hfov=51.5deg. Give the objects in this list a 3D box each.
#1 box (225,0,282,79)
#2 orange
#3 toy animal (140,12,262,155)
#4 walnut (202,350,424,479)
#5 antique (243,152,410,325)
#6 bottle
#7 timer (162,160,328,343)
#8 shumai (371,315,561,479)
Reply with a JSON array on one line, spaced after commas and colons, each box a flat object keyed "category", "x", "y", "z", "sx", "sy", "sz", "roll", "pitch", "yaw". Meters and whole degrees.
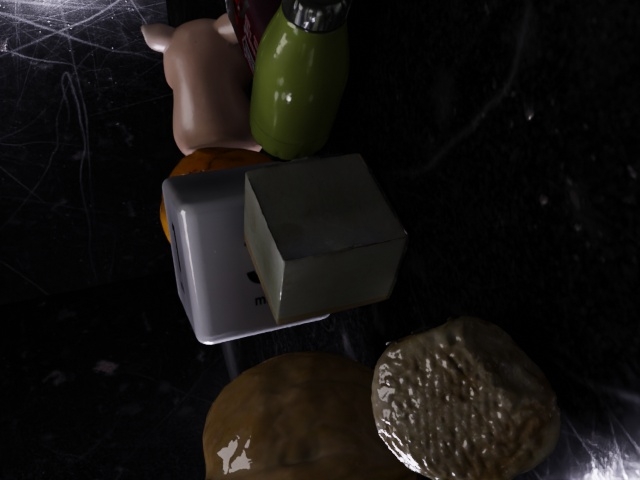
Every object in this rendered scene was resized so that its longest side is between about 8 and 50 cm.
[{"category": "box", "x": -0.086, "y": -0.318, "z": 1.023, "sx": 0.120, "sy": 0.069, "sz": 0.224, "roll": 102, "pitch": 151, "yaw": -55}, {"category": "orange", "x": -0.165, "y": -0.058, "z": 1.180, "sx": 0.240, "sy": 0.239, "sz": 0.240, "roll": 169, "pitch": 90, "yaw": -75}, {"category": "toy animal", "x": -0.200, "y": -0.285, "z": 1.272, "sx": 0.213, "sy": 0.195, "sz": 0.256, "roll": -41, "pitch": -58, "yaw": -81}, {"category": "walnut", "x": -0.014, "y": 0.286, "z": 0.827, "sx": 0.285, "sy": 0.285, "sz": 0.297, "roll": 122, "pitch": 141, "yaw": -69}, {"category": "antique", "x": 0.000, "y": 0.000, "z": 0.775, "sx": 0.148, "sy": 0.151, "sz": 0.147, "roll": 100, "pitch": 153, "yaw": -47}, {"category": "bottle", "x": -0.022, "y": -0.203, "z": 0.781, "sx": 0.260, "sy": 0.112, "sz": 0.112, "roll": 112, "pitch": 144, "yaw": -63}, {"category": "timer", "x": -0.106, "y": 0.008, "z": 0.941, "sx": 0.194, "sy": 0.192, "sz": 0.195, "roll": -142, "pitch": 44, "yaw": -65}, {"category": "shumai", "x": 0.116, "y": 0.125, "z": 0.546, "sx": 0.116, "sy": 0.145, "sz": 0.146, "roll": -14, "pitch": -86, "yaw": -68}]
